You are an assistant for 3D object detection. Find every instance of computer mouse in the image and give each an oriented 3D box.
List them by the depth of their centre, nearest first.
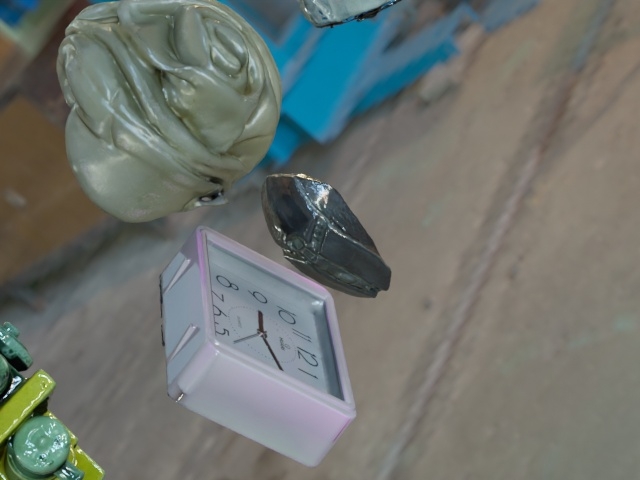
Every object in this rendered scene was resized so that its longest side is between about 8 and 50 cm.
[{"bbox_3d":[0.000,0.000,2.089,0.106,0.192,0.062,-36,10,48],"label":"computer mouse"}]

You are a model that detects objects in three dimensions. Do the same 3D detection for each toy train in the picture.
[{"bbox_3d":[-0.343,0.214,2.002,0.150,0.237,0.369,-47,-1,-17],"label":"toy train"}]

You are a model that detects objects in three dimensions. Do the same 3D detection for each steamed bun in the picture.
[{"bbox_3d":[-0.122,-0.133,1.629,0.218,0.211,0.144,-11,-9,-42],"label":"steamed bun"}]

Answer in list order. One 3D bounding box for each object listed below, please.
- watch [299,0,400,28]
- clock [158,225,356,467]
[{"bbox_3d":[0.098,-0.339,2.097,0.276,0.068,0.274,-22,17,10],"label":"watch"},{"bbox_3d":[-0.055,0.084,1.507,0.063,0.150,0.197,-53,23,22],"label":"clock"}]
